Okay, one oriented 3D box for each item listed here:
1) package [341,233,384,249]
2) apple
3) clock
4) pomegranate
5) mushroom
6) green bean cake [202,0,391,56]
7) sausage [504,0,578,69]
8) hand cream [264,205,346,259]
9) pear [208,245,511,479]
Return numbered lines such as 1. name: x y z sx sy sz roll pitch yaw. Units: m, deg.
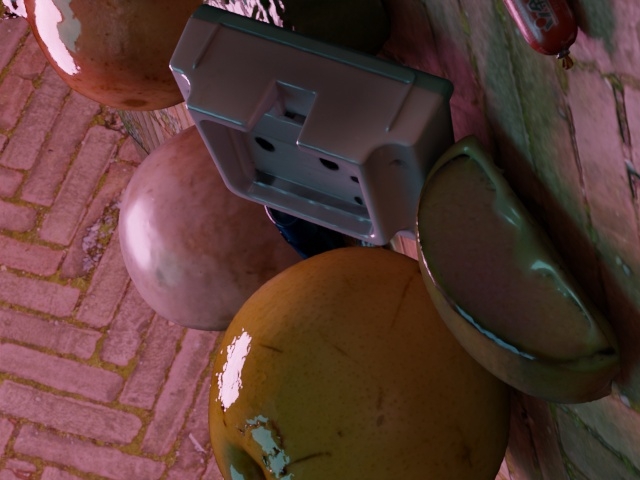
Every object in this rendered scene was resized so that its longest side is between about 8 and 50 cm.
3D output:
1. package: 0.057 0.007 1.855 0.108 0.031 0.120 69 166 -15
2. apple: 0.164 0.052 1.306 0.265 0.120 0.193 61 179 30
3. clock: -0.006 -0.089 1.405 0.262 0.116 0.231 21 156 19
4. pomegranate: -0.244 -0.324 1.806 0.338 0.338 0.338 60 167 24
5. mushroom: -0.123 -0.010 2.052 0.298 0.297 0.290 62 -171 17
6. green bean cake: -0.034 -0.248 1.520 0.222 0.124 0.248 62 167 12
7. sausage: 0.146 -0.188 1.062 0.048 0.050 0.145 -29 84 36
8. hand cream: 0.000 0.000 1.874 0.270 0.061 0.120 52 -162 -60
9. pear: 0.040 0.179 1.606 0.348 0.348 0.348 60 167 24
